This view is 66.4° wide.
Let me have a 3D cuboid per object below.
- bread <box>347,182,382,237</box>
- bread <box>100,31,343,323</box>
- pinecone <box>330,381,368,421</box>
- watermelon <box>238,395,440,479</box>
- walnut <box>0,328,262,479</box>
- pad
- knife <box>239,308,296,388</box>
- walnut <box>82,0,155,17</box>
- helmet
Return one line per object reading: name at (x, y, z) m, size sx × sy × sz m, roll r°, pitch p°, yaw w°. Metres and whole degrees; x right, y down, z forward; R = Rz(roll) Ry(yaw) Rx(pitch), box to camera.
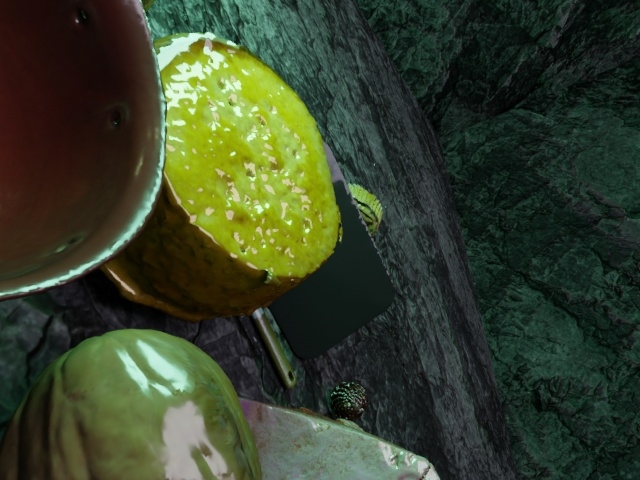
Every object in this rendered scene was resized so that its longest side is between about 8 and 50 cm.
bread at (0.047, -0.031, 1.053) m, size 0.132 × 0.190 × 0.114 m, roll 36°, pitch 28°, yaw -6°
bread at (-0.152, -0.089, 0.666) m, size 0.398 × 0.215 × 0.398 m, roll 29°, pitch 51°, yaw -42°
pinecone at (0.056, 0.316, 0.967) m, size 0.083 × 0.077 × 0.077 m, roll 77°, pitch -2°, yaw -82°
watermelon at (0.011, 0.390, 0.690) m, size 0.222 × 0.319 × 0.292 m, roll 108°, pitch -9°, yaw -73°
walnut at (-0.159, 0.208, 0.446) m, size 0.261 × 0.225 × 0.225 m, roll 67°, pitch 26°, yaw -4°
pad at (0.001, 0.000, 0.945) m, size 0.375 × 0.315 × 0.063 m, roll 65°, pitch -18°, yaw -13°
knife at (-0.119, 0.104, 0.818) m, size 0.061 × 0.027 × 0.343 m, roll -36°, pitch 105°, yaw -59°
walnut at (-0.296, -0.374, 0.541) m, size 0.253 × 0.282 × 0.277 m, roll -47°, pitch 117°, yaw -17°
helmet at (-0.312, -0.115, 0.357) m, size 0.337 × 0.230 × 0.385 m, roll 39°, pitch 40°, yaw -45°
